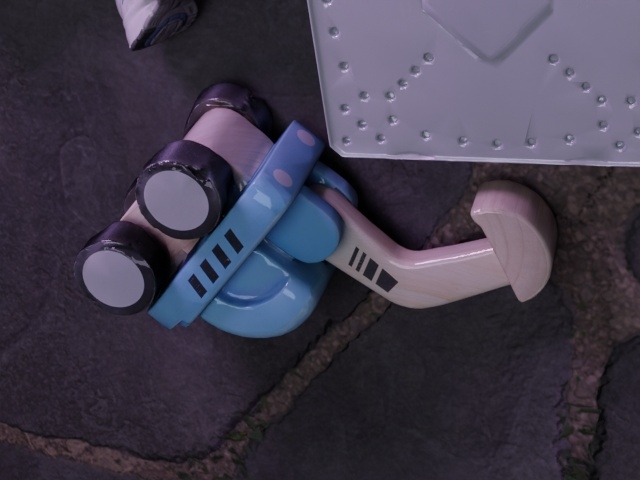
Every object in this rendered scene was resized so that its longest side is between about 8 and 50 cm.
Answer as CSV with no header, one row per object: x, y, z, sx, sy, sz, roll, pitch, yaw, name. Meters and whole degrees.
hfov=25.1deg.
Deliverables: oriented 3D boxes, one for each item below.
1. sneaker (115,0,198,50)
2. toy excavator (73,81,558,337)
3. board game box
-0.186,-0.333,1.680,0.129,0.111,0.297,60,146,4,sneaker
0.000,0.000,1.734,0.445,0.222,0.433,37,122,-8,toy excavator
0.177,-0.260,1.504,0.390,0.050,0.390,3,125,18,board game box
